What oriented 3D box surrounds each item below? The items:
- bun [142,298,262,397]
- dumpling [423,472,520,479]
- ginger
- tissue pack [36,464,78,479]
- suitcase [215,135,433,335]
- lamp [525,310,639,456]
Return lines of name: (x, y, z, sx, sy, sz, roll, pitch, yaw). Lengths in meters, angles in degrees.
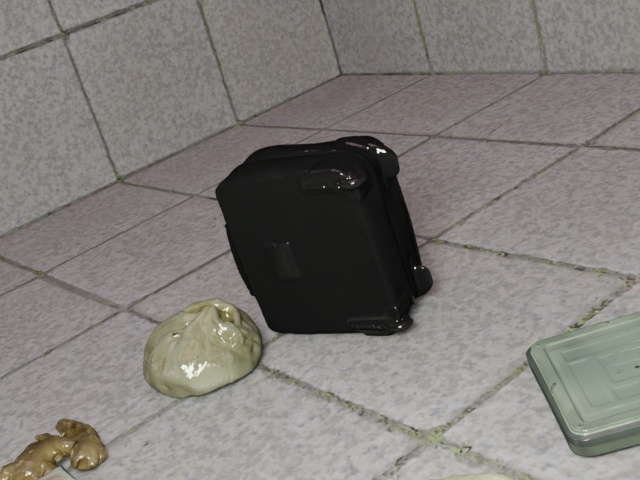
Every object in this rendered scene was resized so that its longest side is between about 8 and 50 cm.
bun: (-0.213, 0.181, 1.747, 0.231, 0.133, 0.231, -13, 20, 5)
dumpling: (0.136, 0.358, 0.827, 0.315, 0.233, 0.395, -47, 51, -3)
ginger: (-0.451, 0.372, 1.557, 0.149, 0.065, 0.258, 4, 27, 39)
tissue pack: (-0.387, 0.426, 1.280, 0.225, 0.124, 0.185, -30, 25, -28)
suitcase: (0.000, 0.000, 1.734, 0.339, 0.345, 0.188, -5, 29, 29)
lamp: (0.440, 0.182, 1.342, 0.266, 0.047, 0.269, -18, 21, 4)
